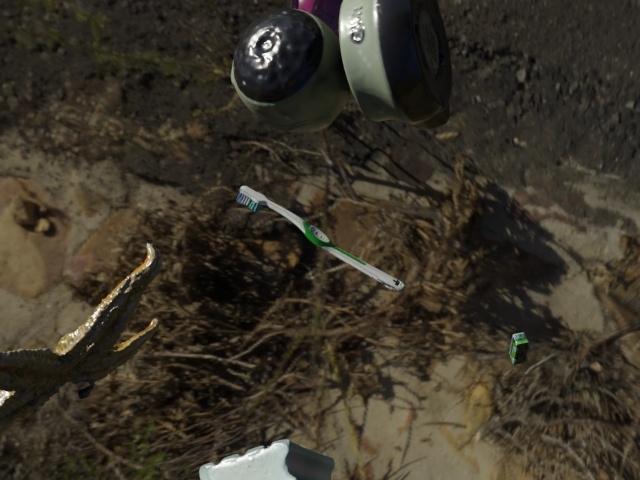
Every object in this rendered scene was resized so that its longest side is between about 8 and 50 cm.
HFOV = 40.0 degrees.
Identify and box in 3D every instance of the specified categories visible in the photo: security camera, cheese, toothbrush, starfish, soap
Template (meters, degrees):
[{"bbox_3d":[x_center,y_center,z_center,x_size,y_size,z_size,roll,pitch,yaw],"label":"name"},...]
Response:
[{"bbox_3d":[0.019,-0.235,1.168,0.277,0.191,0.196,-8,74,25],"label":"security camera"},{"bbox_3d":[-0.003,-0.430,1.780,0.062,0.155,0.244,21,89,62],"label":"cheese"},{"bbox_3d":[0.002,-0.004,1.894,0.418,0.042,0.040,29,122,7],"label":"toothbrush"},{"bbox_3d":[-0.237,0.104,0.743,0.247,0.138,0.050,-29,59,-24],"label":"starfish"},{"bbox_3d":[-0.074,0.429,1.520,0.173,0.289,0.095,-20,64,12],"label":"soap"}]

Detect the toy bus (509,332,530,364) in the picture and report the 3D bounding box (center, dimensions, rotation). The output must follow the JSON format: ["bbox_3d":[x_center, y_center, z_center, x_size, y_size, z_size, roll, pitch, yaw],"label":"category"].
[{"bbox_3d":[0.405,0.222,1.794,0.031,0.083,0.037,-10,51,-2],"label":"toy bus"}]
